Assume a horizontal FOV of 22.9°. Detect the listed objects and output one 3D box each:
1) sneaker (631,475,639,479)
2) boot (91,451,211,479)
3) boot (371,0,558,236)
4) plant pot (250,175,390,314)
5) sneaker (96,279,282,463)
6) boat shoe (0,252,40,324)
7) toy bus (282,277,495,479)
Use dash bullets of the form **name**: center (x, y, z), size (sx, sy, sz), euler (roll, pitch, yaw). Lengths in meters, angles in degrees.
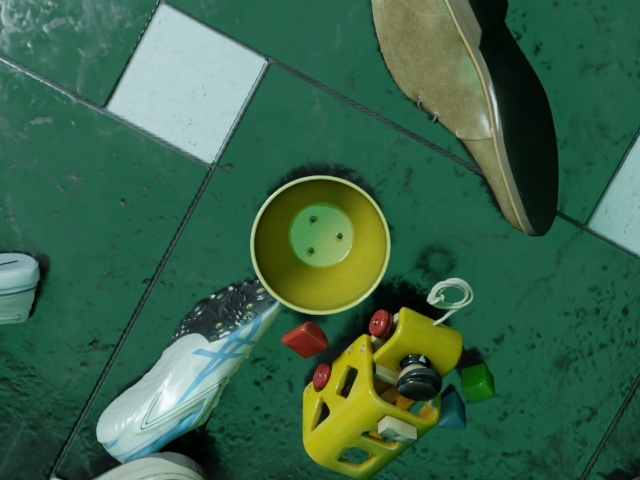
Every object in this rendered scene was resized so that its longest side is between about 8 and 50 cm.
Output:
- **sneaker**: center (0.391, 0.261, 1.602), size (0.188, 0.066, 0.071), euler (-18, 97, 3)
- **boot**: center (-0.244, 0.398, 1.502), size (0.377, 0.284, 0.138), euler (-31, 128, 7)
- **boot**: center (0.147, -0.142, 1.559), size (0.115, 0.112, 0.305), euler (-15, 102, 32)
- **plant pot**: center (0.000, 0.000, 1.560), size (0.134, 0.095, 0.134), euler (0, 96, 0)
- **sneaker**: center (-0.121, 0.135, 1.592), size (0.237, 0.085, 0.086), euler (-45, 120, 3)
- **boat shoe**: center (-0.370, 0.065, 1.530), size (0.226, 0.083, 0.075), euler (-6, 109, -38)
- **toy bus**: center (0.069, 0.149, 1.530), size (0.191, 0.104, 0.202), euler (-8, 137, 9)
